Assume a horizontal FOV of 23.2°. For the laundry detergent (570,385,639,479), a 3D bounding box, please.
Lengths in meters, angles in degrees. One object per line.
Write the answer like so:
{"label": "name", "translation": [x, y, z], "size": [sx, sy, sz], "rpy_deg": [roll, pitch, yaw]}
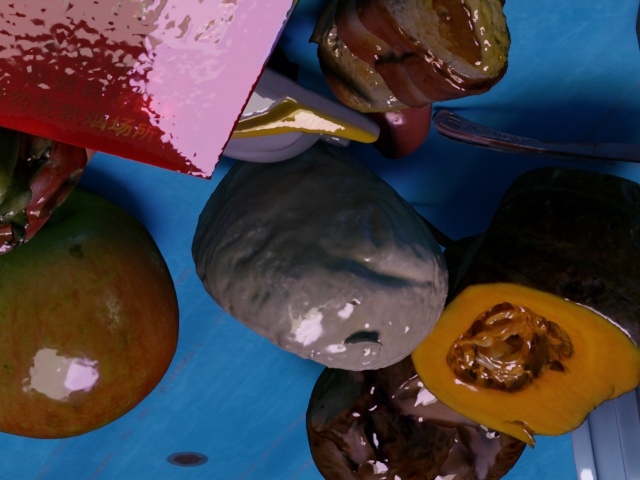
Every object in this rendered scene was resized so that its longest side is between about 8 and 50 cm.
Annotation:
{"label": "laundry detergent", "translation": [0.418, 0.185, 1.629], "size": [0.305, 0.287, 0.287], "rpy_deg": [-9, 150, 11]}

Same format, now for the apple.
{"label": "apple", "translation": [-0.255, 0.056, 1.465], "size": [0.246, 0.246, 0.226], "rpy_deg": [-7, 121, 8]}

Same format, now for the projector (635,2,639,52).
{"label": "projector", "translation": [0.297, -0.152, 1.228], "size": [0.083, 0.082, 0.083], "rpy_deg": [-4, 150, 3]}

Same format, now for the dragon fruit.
{"label": "dragon fruit", "translation": [-0.266, -0.059, 1.190], "size": [0.198, 0.269, 0.200], "rpy_deg": [-1, 127, -10]}

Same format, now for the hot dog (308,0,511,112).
{"label": "hot dog", "translation": [0.080, -0.163, 1.165], "size": [0.123, 0.093, 0.261], "rpy_deg": [52, 159, -15]}

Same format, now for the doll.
{"label": "doll", "translation": [-0.099, -0.135, 1.212], "size": [0.316, 0.103, 0.145], "rpy_deg": [27, 149, -31]}

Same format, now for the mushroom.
{"label": "mushroom", "translation": [0.099, 0.182, 1.695], "size": [0.263, 0.195, 0.283], "rpy_deg": [-26, 160, 23]}

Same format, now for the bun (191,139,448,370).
{"label": "bun", "translation": [0.000, 0.000, 1.333], "size": [0.244, 0.244, 0.153], "rpy_deg": [12, 115, -24]}

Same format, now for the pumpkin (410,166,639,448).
{"label": "pumpkin", "translation": [0.217, 0.069, 1.410], "size": [0.222, 0.139, 0.317], "rpy_deg": [28, 147, -5]}

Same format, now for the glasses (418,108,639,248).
{"label": "glasses", "translation": [0.220, -0.016, 1.431], "size": [0.268, 0.118, 0.234], "rpy_deg": [2, 152, -7]}

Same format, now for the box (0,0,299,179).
{"label": "box", "translation": [-0.109, -0.197, 1.018], "size": [0.197, 0.089, 0.313], "rpy_deg": [15, 129, -20]}

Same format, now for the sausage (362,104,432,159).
{"label": "sausage", "translation": [0.066, -0.110, 1.314], "size": [0.054, 0.059, 0.094], "rpy_deg": [-43, 155, -17]}
